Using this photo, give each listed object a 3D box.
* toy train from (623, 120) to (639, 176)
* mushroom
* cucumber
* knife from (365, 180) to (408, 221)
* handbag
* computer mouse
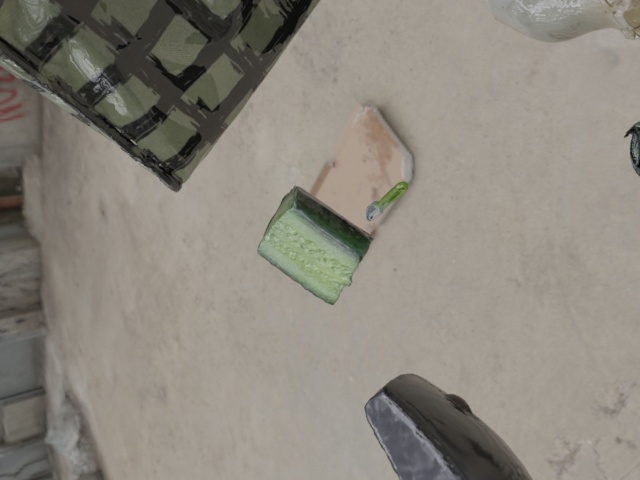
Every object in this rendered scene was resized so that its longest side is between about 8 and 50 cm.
[{"bbox_3d":[0.510,-0.108,0.841,0.120,0.301,0.202,-3,121,57],"label":"toy train"},{"bbox_3d":[0.286,-0.257,0.734,0.225,0.116,0.093,41,130,51],"label":"mushroom"},{"bbox_3d":[0.000,0.000,0.720,0.115,0.062,0.116,33,144,-7],"label":"cucumber"},{"bbox_3d":[0.098,-0.060,1.029,0.184,0.022,0.026,137,123,-72],"label":"knife"},{"bbox_3d":[-0.176,-0.261,0.680,0.162,0.327,0.325,34,87,34],"label":"handbag"},{"bbox_3d":[0.162,0.254,0.701,0.100,0.170,0.269,-41,55,12],"label":"computer mouse"}]
